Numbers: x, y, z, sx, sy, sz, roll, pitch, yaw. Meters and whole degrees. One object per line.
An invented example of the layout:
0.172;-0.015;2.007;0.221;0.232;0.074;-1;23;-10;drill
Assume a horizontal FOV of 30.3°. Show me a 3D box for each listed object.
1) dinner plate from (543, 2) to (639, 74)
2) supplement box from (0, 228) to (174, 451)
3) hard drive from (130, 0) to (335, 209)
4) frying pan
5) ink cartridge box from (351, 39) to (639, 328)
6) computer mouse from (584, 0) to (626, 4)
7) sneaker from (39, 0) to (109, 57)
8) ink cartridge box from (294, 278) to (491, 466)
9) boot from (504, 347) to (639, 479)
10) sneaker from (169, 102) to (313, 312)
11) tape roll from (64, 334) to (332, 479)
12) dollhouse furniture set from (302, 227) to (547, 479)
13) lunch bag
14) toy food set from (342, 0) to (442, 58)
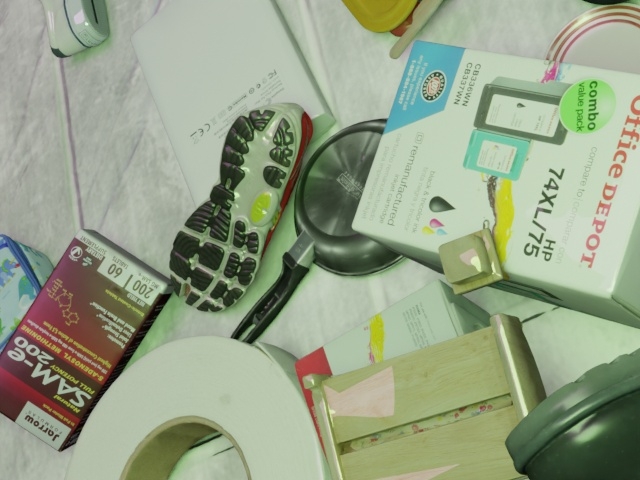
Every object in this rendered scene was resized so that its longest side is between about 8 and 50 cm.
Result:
0.299;-0.183;1.234;0.141;0.017;0.141;-12;65;28;dinner plate
-0.295;0.119;1.430;0.130;0.073;0.239;32;91;3;supplement box
-0.120;-0.207;1.503;0.203;0.040;0.308;-35;56;17;hard drive
-0.005;-0.025;1.354;0.326;0.053;0.197;-29;56;18;frying pan
0.214;-0.049;1.115;0.270;0.197;0.198;15;84;36;ink cartridge box
0.276;-0.367;1.279;0.188;0.072;0.272;-33;53;16;computer mouse
-0.375;-0.381;1.706;0.091;0.094;0.258;-23;61;19;sneaker
0.093;0.146;1.165;0.176;0.128;0.127;-33;57;19;ink cartridge box
0.376;0.275;0.817;0.367;0.146;0.445;-9;57;-20;boot
-0.080;-0.035;1.375;0.107;0.118;0.279;34;114;10;sneaker
-0.128;0.293;1.262;0.392;0.072;0.392;-14;66;35;tape roll
0.083;0.210;1.073;0.303;0.174;0.356;-20;74;25;dollhouse furniture set
-0.437;0.112;1.553;0.219;0.090;0.176;-45;51;9;lunch bag
0.096;-0.307;1.394;0.128;0.071;0.218;-57;46;31;toy food set
